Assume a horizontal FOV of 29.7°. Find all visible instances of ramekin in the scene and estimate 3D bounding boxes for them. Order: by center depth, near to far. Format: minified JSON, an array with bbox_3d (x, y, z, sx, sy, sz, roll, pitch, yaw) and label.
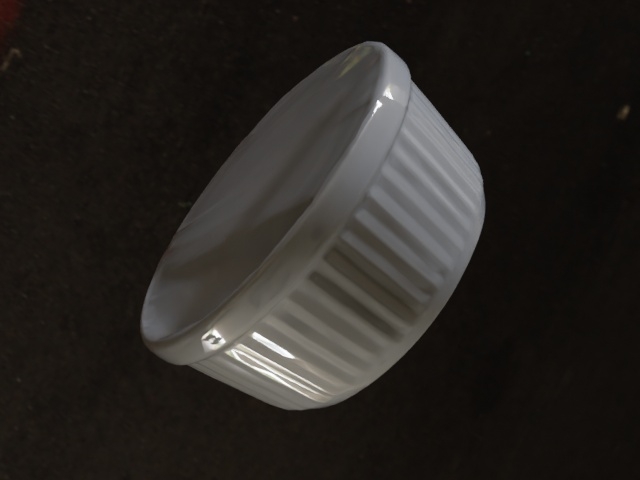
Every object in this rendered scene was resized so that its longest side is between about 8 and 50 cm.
[{"bbox_3d":[0.000,0.000,0.875,0.127,0.273,0.273,39,81,-18],"label":"ramekin"}]
